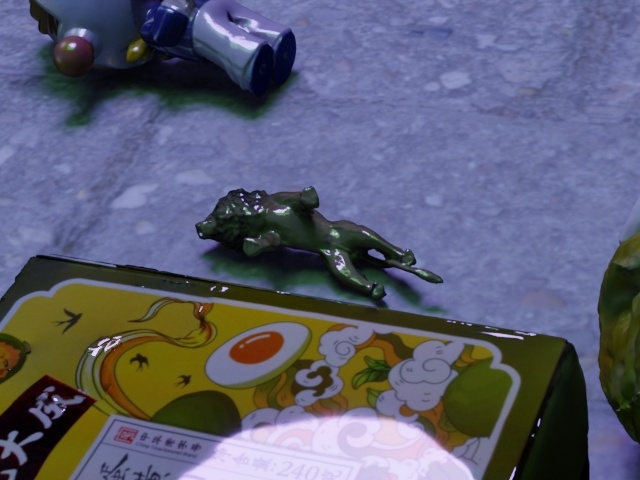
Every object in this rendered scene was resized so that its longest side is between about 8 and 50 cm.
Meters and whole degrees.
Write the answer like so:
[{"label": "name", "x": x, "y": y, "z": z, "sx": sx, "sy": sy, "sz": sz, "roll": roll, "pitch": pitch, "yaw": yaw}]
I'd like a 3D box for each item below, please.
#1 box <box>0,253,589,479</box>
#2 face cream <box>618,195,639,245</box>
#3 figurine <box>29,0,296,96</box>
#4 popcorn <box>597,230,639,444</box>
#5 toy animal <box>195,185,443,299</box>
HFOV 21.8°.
[{"label": "box", "x": -0.078, "y": 0.196, "z": 1.026, "sx": 0.420, "sy": 0.138, "sz": 0.373, "roll": 9, "pitch": 43, "yaw": 21}, {"label": "face cream", "x": 0.375, "y": 0.033, "z": 1.152, "sx": 0.345, "sy": 0.102, "sz": 0.102, "roll": 26, "pitch": 51, "yaw": 35}, {"label": "figurine", "x": -0.163, "y": -0.208, "z": 1.548, "sx": 0.194, "sy": 0.133, "sz": 0.274, "roll": -20, "pitch": 40, "yaw": -35}, {"label": "popcorn", "x": 0.277, "y": 0.064, "z": 1.059, "sx": 0.212, "sy": 0.198, "sz": 0.198, "roll": -18, "pitch": 36, "yaw": 19}, {"label": "toy animal", "x": -0.004, "y": -0.002, "z": 1.300, "sx": 0.220, "sy": 0.086, "sz": 0.069, "roll": 20, "pitch": 87, "yaw": 25}]
